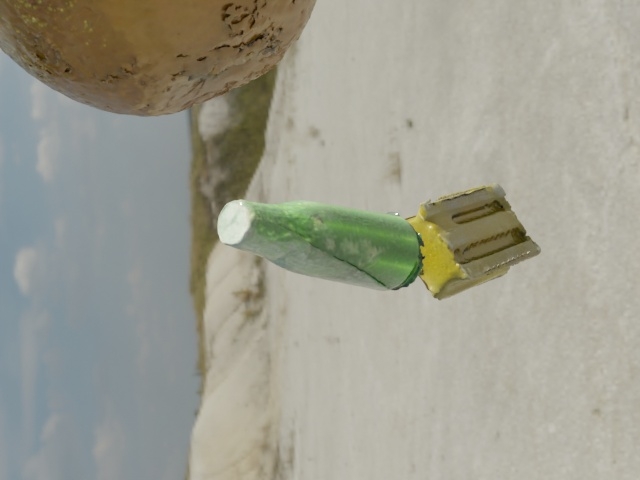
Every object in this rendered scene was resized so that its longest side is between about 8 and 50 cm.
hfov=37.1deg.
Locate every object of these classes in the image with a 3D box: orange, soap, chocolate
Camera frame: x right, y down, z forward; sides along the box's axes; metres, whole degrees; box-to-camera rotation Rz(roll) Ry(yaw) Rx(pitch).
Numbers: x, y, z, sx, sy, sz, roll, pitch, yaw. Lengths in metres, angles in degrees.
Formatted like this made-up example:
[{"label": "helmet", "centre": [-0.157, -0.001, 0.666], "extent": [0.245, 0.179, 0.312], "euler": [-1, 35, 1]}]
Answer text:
[{"label": "orange", "centre": [-0.121, -0.220, 0.625], "extent": [0.274, 0.274, 0.274], "euler": [175, 90, -83]}, {"label": "soap", "centre": [0.218, -0.001, 1.413], "extent": [0.076, 0.233, 0.135], "euler": [-39, 76, 39]}, {"label": "chocolate", "centre": [0.000, 0.000, 1.159], "extent": [0.110, 0.291, 0.110], "euler": [-9, 77, 42]}]
